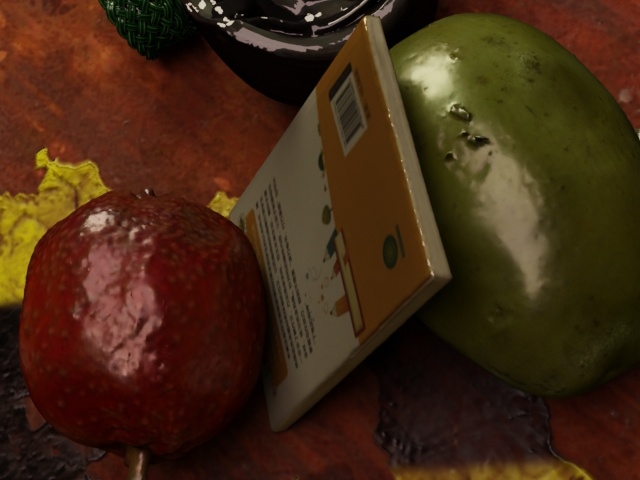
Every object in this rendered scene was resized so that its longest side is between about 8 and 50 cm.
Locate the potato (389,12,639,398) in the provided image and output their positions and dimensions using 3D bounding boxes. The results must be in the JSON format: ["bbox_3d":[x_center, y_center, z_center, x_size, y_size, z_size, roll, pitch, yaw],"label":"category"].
[{"bbox_3d":[0.140,-0.030,0.894,0.216,0.216,0.304,-30,74,6],"label":"potato"}]

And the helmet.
[{"bbox_3d":[-0.010,-0.243,1.039,0.225,0.177,0.305,-22,61,4],"label":"helmet"}]

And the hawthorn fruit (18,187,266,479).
[{"bbox_3d":[-0.143,0.088,0.951,0.205,0.205,0.253,-2,76,18],"label":"hawthorn fruit"}]

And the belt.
[{"bbox_3d":[-0.166,-0.247,1.122,0.079,0.121,0.151,-32,59,7],"label":"belt"}]

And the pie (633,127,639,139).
[{"bbox_3d":[0.247,-0.055,0.969,0.085,0.017,0.085,-8,66,18],"label":"pie"}]

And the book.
[{"bbox_3d":[0.000,0.000,0.909,0.020,0.295,0.208,-1,64,-26],"label":"book"}]
